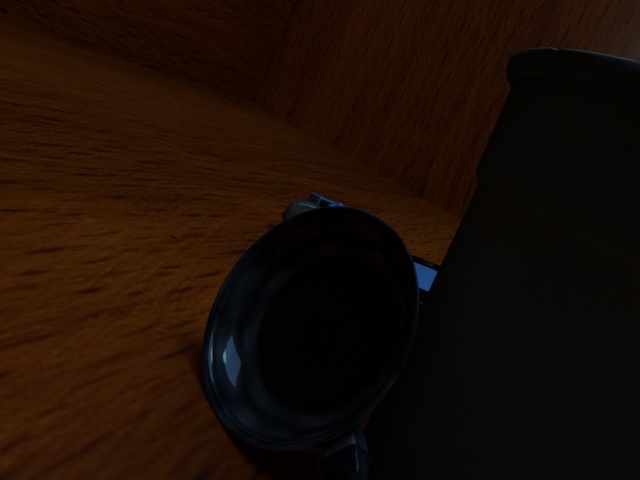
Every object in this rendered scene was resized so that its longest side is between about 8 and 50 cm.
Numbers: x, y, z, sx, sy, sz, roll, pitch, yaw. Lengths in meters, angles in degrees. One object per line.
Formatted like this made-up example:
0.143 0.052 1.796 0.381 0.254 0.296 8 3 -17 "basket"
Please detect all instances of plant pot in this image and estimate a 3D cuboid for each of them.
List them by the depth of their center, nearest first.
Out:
0.212 0.095 0.398 0.341 0.334 0.341 25 14 -7 "plant pot"

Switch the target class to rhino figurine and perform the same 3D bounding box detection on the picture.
0.000 0.000 0.869 0.106 0.073 0.243 11 22 -19 "rhino figurine"

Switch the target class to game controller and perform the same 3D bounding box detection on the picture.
0.157 0.068 0.923 0.166 0.067 0.319 30 14 12 "game controller"

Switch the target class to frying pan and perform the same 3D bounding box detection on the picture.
0.024 0.095 0.377 0.326 0.197 0.053 42 1 44 "frying pan"

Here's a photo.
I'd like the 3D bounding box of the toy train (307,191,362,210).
0.053 -0.032 1.067 0.184 0.080 0.105 19 11 -27 "toy train"
